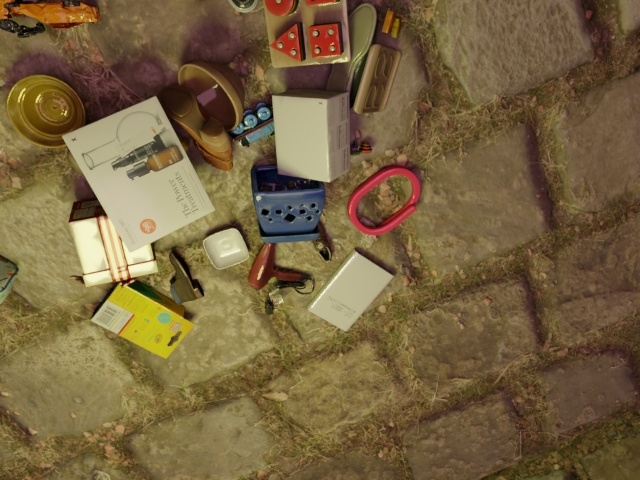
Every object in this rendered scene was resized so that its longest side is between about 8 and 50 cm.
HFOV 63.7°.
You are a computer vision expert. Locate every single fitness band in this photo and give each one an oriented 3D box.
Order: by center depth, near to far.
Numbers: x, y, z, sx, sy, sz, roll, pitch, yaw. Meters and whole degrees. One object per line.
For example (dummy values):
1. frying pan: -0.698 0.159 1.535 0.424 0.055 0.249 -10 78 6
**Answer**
1. fitness band: 0.237 -0.148 1.904 0.291 0.054 0.209 -38 113 7

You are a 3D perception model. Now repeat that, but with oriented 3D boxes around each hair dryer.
1. hair dryer: -0.166 0.125 1.960 0.224 0.080 0.293 -29 123 -14

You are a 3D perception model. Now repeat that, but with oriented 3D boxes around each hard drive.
1. hard drive: 0.119 0.202 2.049 0.203 0.040 0.307 32 105 -22

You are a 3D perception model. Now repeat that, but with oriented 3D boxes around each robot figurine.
1. robot figurine: -0.788 -0.685 1.447 0.291 0.085 0.210 -5 115 -9

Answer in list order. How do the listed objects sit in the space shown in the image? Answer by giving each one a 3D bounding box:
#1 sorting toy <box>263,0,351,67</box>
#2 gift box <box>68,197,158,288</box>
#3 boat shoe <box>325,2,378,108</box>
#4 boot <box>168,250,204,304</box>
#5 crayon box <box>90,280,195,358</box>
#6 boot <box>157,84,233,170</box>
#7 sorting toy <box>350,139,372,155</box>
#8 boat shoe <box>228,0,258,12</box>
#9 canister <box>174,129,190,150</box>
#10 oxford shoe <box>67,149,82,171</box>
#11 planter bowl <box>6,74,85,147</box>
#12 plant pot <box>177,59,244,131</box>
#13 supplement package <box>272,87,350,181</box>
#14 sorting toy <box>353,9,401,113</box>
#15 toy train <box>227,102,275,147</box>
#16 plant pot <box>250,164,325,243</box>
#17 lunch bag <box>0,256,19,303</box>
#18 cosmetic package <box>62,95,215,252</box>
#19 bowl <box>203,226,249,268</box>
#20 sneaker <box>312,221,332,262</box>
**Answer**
1. sorting toy: -0.049 -0.655 1.540 0.256 0.089 0.257 1 117 15
2. gift box: -0.693 0.002 1.697 0.277 0.255 0.258 -11 114 -11
3. boat shoe: 0.118 -0.574 1.653 0.113 0.127 0.339 -11 123 -50
4. boot: -0.523 0.145 1.884 0.106 0.082 0.219 -26 118 -1
5. crayon box: -0.657 0.288 1.927 0.319 0.081 0.202 36 104 -22
6. boot: -0.388 -0.353 1.645 0.284 0.220 0.109 34 72 12
7. sorting toy: 0.133 -0.326 1.795 0.102 0.061 0.042 -13 118 -30
8. boat shoe: -0.240 -0.827 1.459 0.121 0.119 0.334 -9 116 -6
9. canister: -0.508 -0.336 1.639 0.170 0.126 0.073 39 102 -21
10. oxford shoe: -0.617 -0.229 1.687 0.397 0.147 0.140 23 65 -30
11. planter bowl: -0.822 -0.399 1.570 0.217 0.090 0.217 -4 116 -9
12. plant pot: -0.315 -0.464 1.593 0.109 0.237 0.237 -50 120 -28
13. supplement package: -0.026 -0.343 1.660 0.204 0.145 0.261 13 119 29
14. sorting toy: 0.190 -0.558 1.635 0.041 0.229 0.307 24 113 20
15. toy train: -0.217 -0.376 1.699 0.184 0.080 0.105 -28 122 3
16. plant pot: -0.115 -0.121 1.756 0.236 0.236 0.212 -4 121 -9
17. lunch bag: -1.163 0.107 1.660 0.304 0.243 0.114 27 107 -21
18. cosmetic package: -0.528 -0.194 1.529 0.285 0.097 0.377 -29 104 -13
19. bowl: -0.344 0.021 1.874 0.142 0.053 0.142 -20 117 -1
20. sneaker: 0.000 0.000 1.916 0.066 0.071 0.188 -27 117 3
